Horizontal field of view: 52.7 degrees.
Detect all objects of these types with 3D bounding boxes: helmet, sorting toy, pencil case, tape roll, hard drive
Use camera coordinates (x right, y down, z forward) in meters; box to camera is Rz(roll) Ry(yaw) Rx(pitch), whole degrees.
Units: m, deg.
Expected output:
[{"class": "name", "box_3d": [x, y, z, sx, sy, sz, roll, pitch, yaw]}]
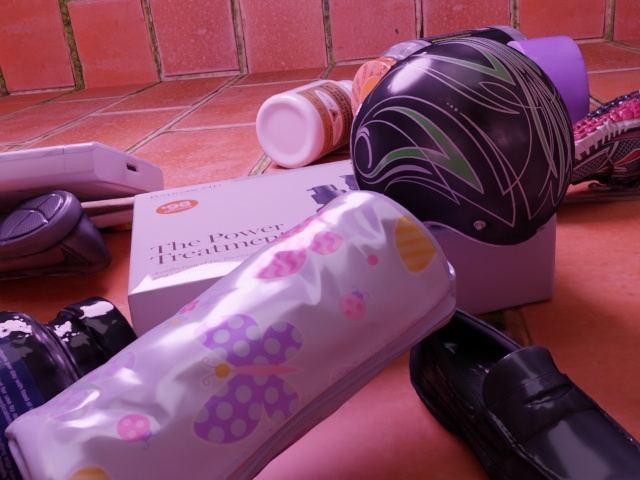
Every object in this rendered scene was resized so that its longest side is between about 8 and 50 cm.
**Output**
[{"class": "helmet", "box_3d": [0.120, -0.079, 0.528, 0.170, 0.169, 0.162, -22, 13, -35]}, {"class": "sorting toy", "box_3d": [-0.332, -0.039, 0.951, 0.193, 0.038, 0.208, -12, 18, -15]}, {"class": "pencil case", "box_3d": [-0.040, 0.078, 0.386, 0.273, 0.113, 0.124, -37, 32, -29]}, {"class": "tape roll", "box_3d": [0.332, -0.210, 0.984, 0.080, 0.188, 0.189, -5, 22, 1]}, {"class": "hard drive", "box_3d": [-0.412, -0.070, 0.836, 0.354, 0.047, 0.233, -7, -1, 5]}]

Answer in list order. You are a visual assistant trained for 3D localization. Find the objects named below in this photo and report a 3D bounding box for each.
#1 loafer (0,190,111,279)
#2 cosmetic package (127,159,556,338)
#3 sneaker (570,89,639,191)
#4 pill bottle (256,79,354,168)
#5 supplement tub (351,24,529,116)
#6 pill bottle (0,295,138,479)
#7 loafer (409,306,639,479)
[{"class": "loafer", "box_3d": [-0.374, 0.016, 0.768, 0.303, 0.095, 0.109, -7, 45, 33]}, {"class": "cosmetic package", "box_3d": [0.000, 0.000, 0.678, 0.378, 0.097, 0.284, -11, 20, -11]}, {"class": "sneaker", "box_3d": [0.360, -0.103, 0.831, 0.299, 0.111, 0.121, -27, 7, -15]}, {"class": "pill bottle", "box_3d": [-0.002, -0.223, 1.186, 0.131, 0.131, 0.229, 7, 25, 30]}, {"class": "supplement tub", "box_3d": [0.223, -0.267, 1.149, 0.316, 0.193, 0.194, -19, 25, -30]}, {"class": "pill bottle", "box_3d": [-0.223, 0.118, 0.402, 0.219, 0.122, 0.123, -25, 28, -39]}, {"class": "loafer", "box_3d": [0.125, 0.105, 0.398, 0.076, 0.078, 0.223, -15, 23, -20]}]
